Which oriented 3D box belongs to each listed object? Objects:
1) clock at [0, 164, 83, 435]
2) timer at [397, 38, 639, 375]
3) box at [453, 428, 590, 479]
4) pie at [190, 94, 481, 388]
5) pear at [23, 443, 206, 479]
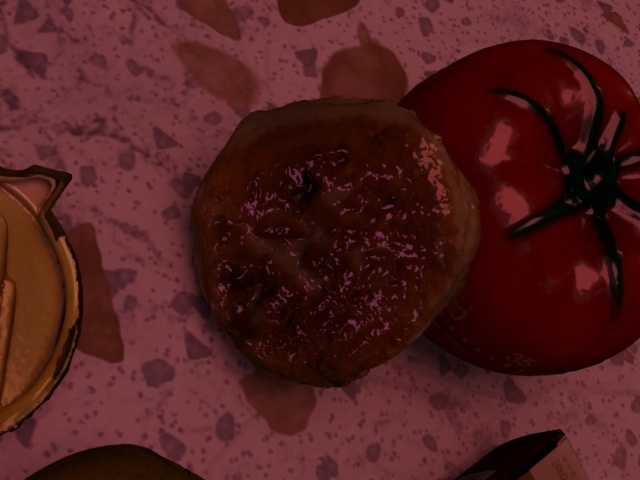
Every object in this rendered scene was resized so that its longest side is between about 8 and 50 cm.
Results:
[{"bbox_3d":[-0.352,0.048,0.838,0.277,0.071,0.293,20,62,-27],"label":"clock"},{"bbox_3d":[0.231,-0.033,1.089,0.378,0.279,0.378,12,67,-28],"label":"timer"},{"bbox_3d":[0.206,0.449,0.974,0.344,0.122,0.385,-25,85,-35],"label":"box"},{"bbox_3d":[0.000,0.000,0.945,0.092,0.315,0.315,-1,68,-64],"label":"pie"},{"bbox_3d":[-0.160,0.303,0.730,0.294,0.294,0.294,11,66,-26],"label":"pear"}]
